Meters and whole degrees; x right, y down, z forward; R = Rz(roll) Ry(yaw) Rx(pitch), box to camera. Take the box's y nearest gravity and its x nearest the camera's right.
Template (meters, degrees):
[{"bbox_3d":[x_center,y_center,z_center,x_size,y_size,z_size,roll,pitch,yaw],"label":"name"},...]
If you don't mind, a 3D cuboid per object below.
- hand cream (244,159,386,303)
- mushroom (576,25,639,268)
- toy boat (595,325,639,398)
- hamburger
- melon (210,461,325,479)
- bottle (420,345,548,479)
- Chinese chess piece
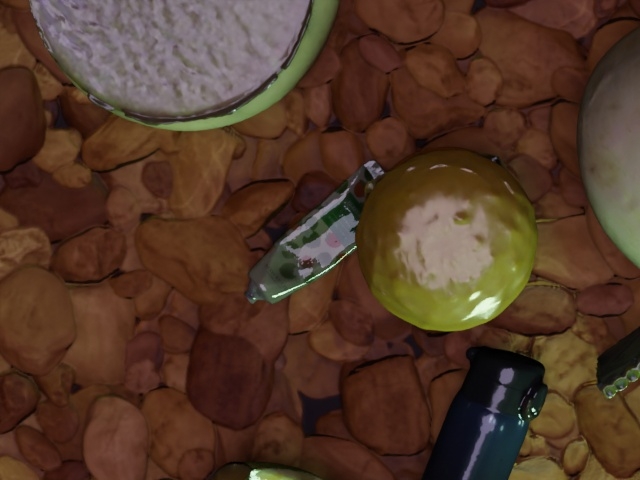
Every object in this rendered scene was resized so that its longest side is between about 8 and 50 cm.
[{"bbox_3d":[0.000,0.000,1.746,0.165,0.037,0.057,-39,93,6],"label":"hand cream"},{"bbox_3d":[0.335,-0.075,1.611,0.246,0.202,0.246,29,132,39],"label":"mushroom"},{"bbox_3d":[0.261,0.099,1.681,0.063,0.115,0.016,-38,92,12],"label":"toy boat"},{"bbox_3d":[0.106,-0.003,1.683,0.162,0.115,0.162,0,97,3],"label":"hamburger"},{"bbox_3d":[-0.039,0.256,1.773,0.128,0.079,0.160,-1,111,-17],"label":"melon"},{"bbox_3d":[0.128,0.211,1.738,0.082,0.072,0.244,26,103,33],"label":"bottle"},{"bbox_3d":[-0.115,-0.227,1.679,0.270,0.112,0.270,1,99,8],"label":"Chinese chess piece"}]
